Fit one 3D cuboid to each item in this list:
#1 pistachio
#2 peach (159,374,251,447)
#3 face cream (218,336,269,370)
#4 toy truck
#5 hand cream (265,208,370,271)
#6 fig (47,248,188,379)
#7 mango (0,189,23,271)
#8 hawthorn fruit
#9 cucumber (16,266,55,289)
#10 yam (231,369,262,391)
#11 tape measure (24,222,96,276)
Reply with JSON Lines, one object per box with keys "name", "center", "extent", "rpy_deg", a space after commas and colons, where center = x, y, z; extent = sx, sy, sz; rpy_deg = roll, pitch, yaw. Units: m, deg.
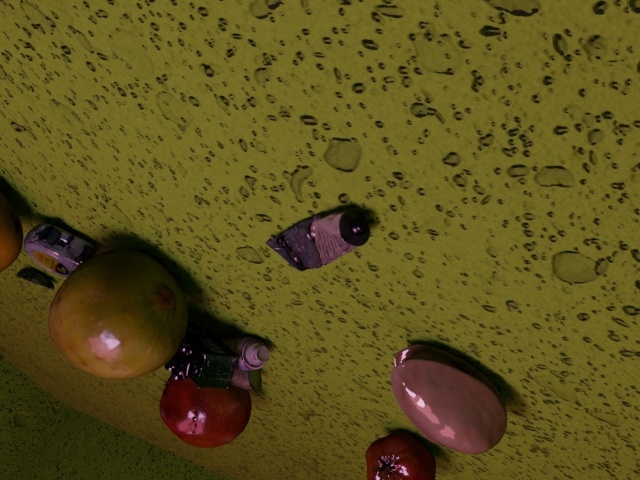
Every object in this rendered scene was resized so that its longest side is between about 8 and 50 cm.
{"name": "pistachio", "center": [0.210, 0.265, 1.193], "extent": [0.223, 0.126, 0.152], "rpy_deg": [38, 118, -5]}
{"name": "peach", "center": [-0.290, 0.415, 1.829], "extent": [0.231, 0.231, 0.231], "rpy_deg": [23, 152, 13]}
{"name": "face cream", "center": [-0.190, 0.252, 1.609], "extent": [0.075, 0.075, 0.229], "rpy_deg": [44, 149, -24]}
{"name": "toy truck", "center": [-0.297, 0.235, 1.590], "extent": [0.121, 0.088, 0.259], "rpy_deg": [11, -170, -38]}
{"name": "hand cream", "center": [0.001, 0.000, 1.044], "extent": [0.075, 0.052, 0.248], "rpy_deg": [59, 154, -5]}
{"name": "fig", "center": [-0.427, 0.153, 1.460], "extent": [0.326, 0.258, 0.258], "rpy_deg": [-11, 133, 35]}
{"name": "mango", "center": [-0.838, -0.087, 1.541], "extent": [0.445, 0.220, 0.301], "rpy_deg": [34, 159, 14]}
{"name": "hawthorn fruit", "center": [0.196, 0.514, 1.618], "extent": [0.163, 0.162, 0.203], "rpy_deg": [8, 163, 36]}
{"name": "cucumber", "center": [-0.769, 0.104, 1.970], "extent": [0.107, 0.035, 0.067], "rpy_deg": [19, 169, 19]}
{"name": "yam", "center": [-0.209, 0.315, 1.737], "extent": [0.146, 0.069, 0.069], "rpy_deg": [15, 149, 25]}
{"name": "tape measure", "center": [-0.603, 0.052, 1.663], "extent": [0.164, 0.084, 0.330], "rpy_deg": [37, 151, -8]}
